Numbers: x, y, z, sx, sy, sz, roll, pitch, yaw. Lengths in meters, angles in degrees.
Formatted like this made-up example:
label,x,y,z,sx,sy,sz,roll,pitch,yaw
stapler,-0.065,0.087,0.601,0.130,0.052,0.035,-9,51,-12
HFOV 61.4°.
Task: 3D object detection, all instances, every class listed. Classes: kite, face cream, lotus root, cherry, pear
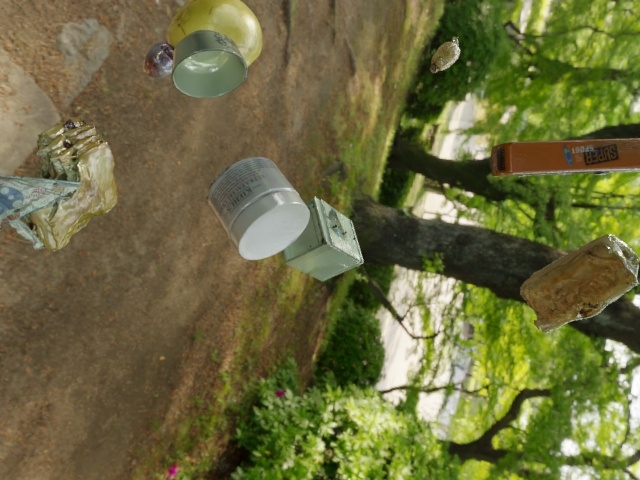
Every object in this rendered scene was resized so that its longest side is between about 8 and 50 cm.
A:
label,x,y,z,sx,sy,sz,roll,pitch,yaw
kite,-0.814,-0.068,1.394,0.406,0.014,0.368,-34,155,-16
face cream,-0.135,-0.070,1.159,0.177,0.153,0.177,-30,154,-16
lotus root,0.417,-0.614,1.777,0.152,0.072,0.063,-55,161,-11
cherry,-0.576,-0.617,1.886,0.188,0.147,0.115,-74,154,-47
pear,-0.394,-0.753,2.026,0.348,0.348,0.349,11,90,-67

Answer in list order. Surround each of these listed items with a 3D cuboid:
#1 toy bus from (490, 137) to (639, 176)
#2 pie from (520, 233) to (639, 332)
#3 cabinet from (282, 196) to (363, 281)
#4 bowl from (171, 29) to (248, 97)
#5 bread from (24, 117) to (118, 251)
label,x,y,z,sx,sy,sz,roll,pitch,yaw
toy bus,0.648,-0.214,1.387,0.092,0.408,0.093,-161,-112,-87
pie,0.498,0.091,1.058,0.068,0.129,0.282,-15,159,-27
cabinet,0.000,0.000,1.505,0.206,0.150,0.145,31,40,-55
bowl,-0.312,-0.498,1.481,0.211,0.211,0.112,27,46,-66
bread,-0.775,-0.176,1.687,0.370,0.191,0.314,-71,169,-50
